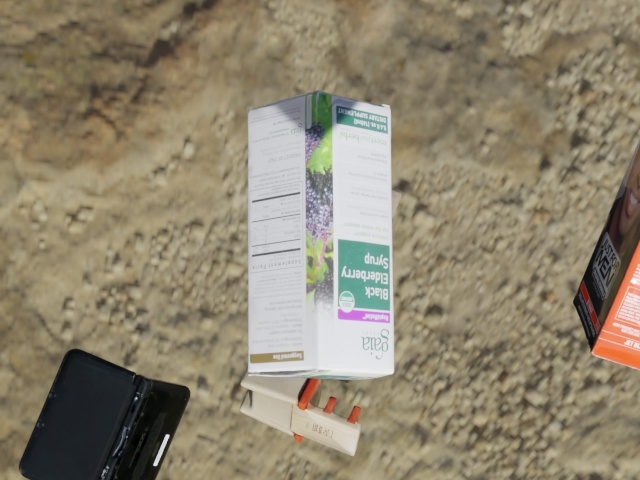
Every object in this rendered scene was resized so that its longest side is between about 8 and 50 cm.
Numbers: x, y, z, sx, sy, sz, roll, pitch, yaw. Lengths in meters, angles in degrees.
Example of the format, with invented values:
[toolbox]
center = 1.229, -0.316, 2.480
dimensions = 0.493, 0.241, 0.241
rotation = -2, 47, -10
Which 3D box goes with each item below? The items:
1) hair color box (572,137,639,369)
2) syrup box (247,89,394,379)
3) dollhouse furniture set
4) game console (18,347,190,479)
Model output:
[hair color box]
center = 0.176, -0.011, 0.753
dimensions = 0.043, 0.141, 0.072
rotation = 18, 19, -6
[syrup box]
center = 0.000, 0.000, 1.284
dimensions = 0.093, 0.096, 0.237
rotation = 7, 78, -43
[dollhouse furniture set]
center = 0.020, 0.091, 1.637
dimensions = 0.135, 0.262, 0.259
rotation = 20, 60, 8
[game console]
center = -0.188, 0.168, 1.317
dimensions = 0.071, 0.107, 0.122
rotation = 24, 92, 32
